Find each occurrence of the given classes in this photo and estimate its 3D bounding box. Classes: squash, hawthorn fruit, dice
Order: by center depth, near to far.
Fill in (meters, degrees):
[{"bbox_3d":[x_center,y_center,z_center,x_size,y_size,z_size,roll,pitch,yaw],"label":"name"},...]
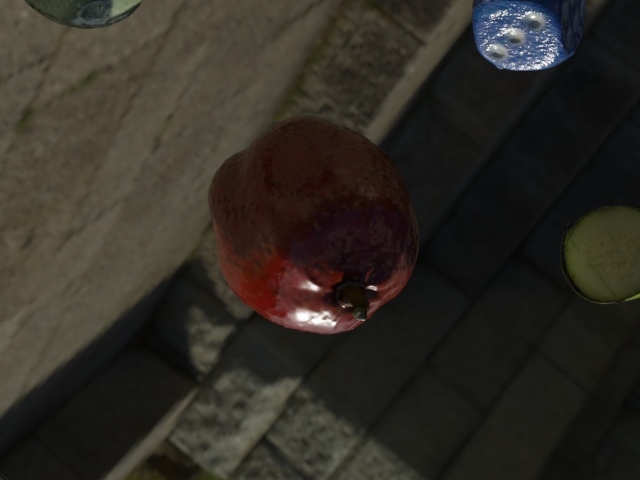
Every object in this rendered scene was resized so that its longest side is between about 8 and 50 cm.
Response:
[{"bbox_3d":[0.000,0.000,1.443,0.205,0.253,0.205,-12,137,-11],"label":"hawthorn fruit"},{"bbox_3d":[0.460,0.011,1.964,0.287,0.137,0.137,-4,140,-44],"label":"squash"},{"bbox_3d":[0.308,-0.346,2.176,0.146,0.146,0.143,74,31,-42],"label":"dice"}]

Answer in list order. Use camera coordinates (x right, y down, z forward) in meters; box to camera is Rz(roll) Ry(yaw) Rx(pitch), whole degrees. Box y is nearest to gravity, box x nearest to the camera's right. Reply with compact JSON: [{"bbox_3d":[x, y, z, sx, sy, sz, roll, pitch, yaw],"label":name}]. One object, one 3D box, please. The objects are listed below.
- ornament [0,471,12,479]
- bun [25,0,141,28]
[{"bbox_3d":[-0.345,0.325,1.430,0.196,0.153,0.166,-52,-177,-12],"label":"ornament"},{"bbox_3d":[-0.204,-0.286,1.298,0.118,0.195,0.195,-15,152,-39],"label":"bun"}]
